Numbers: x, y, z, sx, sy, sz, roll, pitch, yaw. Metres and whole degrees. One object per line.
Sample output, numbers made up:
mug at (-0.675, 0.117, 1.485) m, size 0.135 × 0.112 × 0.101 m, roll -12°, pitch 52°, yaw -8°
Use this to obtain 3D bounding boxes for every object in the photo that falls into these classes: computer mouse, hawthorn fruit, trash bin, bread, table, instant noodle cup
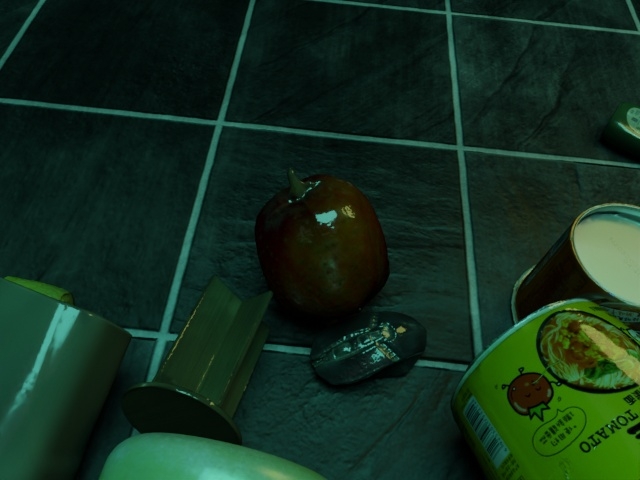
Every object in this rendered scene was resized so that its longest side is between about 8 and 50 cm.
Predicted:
computer mouse at (0.079, 0.159, 0.934) m, size 0.193 × 0.062 × 0.105 m, roll -13°, pitch 54°, yaw -16°
hawthorn fruit at (0.000, 0.000, 0.936) m, size 0.215 × 0.249 × 0.215 m, roll -12°, pitch 30°, yaw 7°
trash bin at (-0.372, 0.192, 0.741) m, size 0.220 × 0.219 × 0.250 m, roll 20°, pitch 73°, yaw 7°
bread at (-0.437, 0.116, 0.903) m, size 0.115 × 0.111 × 0.129 m, roll 7°, pitch 56°, yaw -10°
table at (-0.151, 0.167, 0.864) m, size 0.167 × 0.167 × 0.226 m, roll 16°, pitch 44°, yaw 7°
instant noodle cup at (0.447, 0.076, 0.946) m, size 0.251 × 0.192 × 0.250 m, roll 2°, pitch 52°, yaw -3°
instant noodle cup at (0.334, 0.245, 0.753) m, size 0.326 × 0.325 × 0.254 m, roll -20°, pitch 47°, yaw -19°

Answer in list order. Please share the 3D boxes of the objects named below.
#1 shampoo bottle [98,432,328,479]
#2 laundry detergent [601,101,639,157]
shampoo bottle at (-0.126, 0.370, 0.592) m, size 0.323 × 0.322 × 0.317 m, roll 12°, pitch 58°, yaw 4°
laundry detergent at (0.709, -0.213, 1.272) m, size 0.211 × 0.063 × 0.137 m, roll 30°, pitch 50°, yaw 17°
